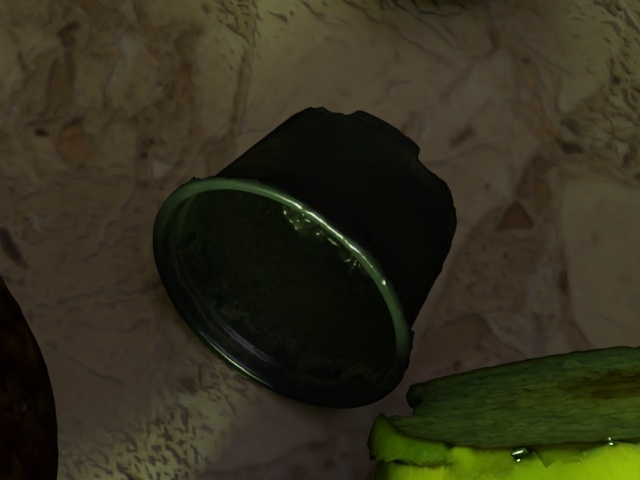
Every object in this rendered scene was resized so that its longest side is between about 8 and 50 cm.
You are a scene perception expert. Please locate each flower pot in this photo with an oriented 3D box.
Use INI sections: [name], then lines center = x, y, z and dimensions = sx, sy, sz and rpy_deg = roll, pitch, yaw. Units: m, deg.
[flower pot]
center = 0.000, 0.000, 0.977
dimensions = 0.157, 0.157, 0.107
rpy_deg = 34, 51, 3

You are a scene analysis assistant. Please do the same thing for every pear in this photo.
[pear]
center = 0.139, 0.187, 0.900
dimensions = 0.159, 0.292, 0.292
rpy_deg = -16, 67, 18

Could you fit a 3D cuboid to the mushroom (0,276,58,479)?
[mushroom]
center = -0.284, 0.077, 0.824
dimensions = 0.239, 0.345, 0.345
rpy_deg = -39, 77, 17
